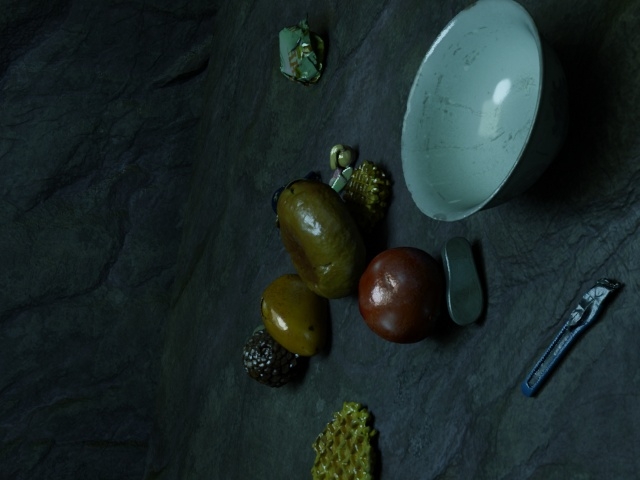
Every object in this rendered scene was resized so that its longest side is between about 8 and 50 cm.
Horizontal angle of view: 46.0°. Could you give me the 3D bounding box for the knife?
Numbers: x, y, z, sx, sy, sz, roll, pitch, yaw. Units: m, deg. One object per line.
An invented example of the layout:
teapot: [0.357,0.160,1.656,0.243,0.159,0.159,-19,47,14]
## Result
knife: [0.444,0.179,1.363,0.044,0.026,0.297,54,129,41]

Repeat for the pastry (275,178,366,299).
pastry: [0.000,0.000,2.062,0.356,0.163,0.356,57,161,32]

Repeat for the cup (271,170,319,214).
cup: [-0.073,-0.143,2.429,0.176,0.131,0.155,-55,17,-16]

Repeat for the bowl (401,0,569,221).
bowl: [0.356,-0.235,1.490,0.435,0.195,0.435,-32,53,56]

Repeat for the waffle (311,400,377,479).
waffle: [0.057,0.581,1.973,0.312,0.060,0.307,-30,54,56]

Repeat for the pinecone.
pinecone: [-0.144,0.368,2.324,0.184,0.179,0.205,42,166,38]

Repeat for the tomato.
tomato: [0.179,0.118,1.702,0.232,0.188,0.232,8,-90,-87]

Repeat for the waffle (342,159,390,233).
waffle: [0.122,-0.120,2.072,0.193,0.070,0.197,-59,30,37]

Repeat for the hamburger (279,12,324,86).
hamburger: [-0.055,-0.644,2.548,0.214,0.125,0.235,34,115,56]

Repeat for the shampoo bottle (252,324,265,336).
shampoo bottle: [-0.181,0.327,2.515,0.162,0.079,0.079,42,119,60]

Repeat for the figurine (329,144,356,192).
figurine: [0.053,-0.210,2.243,0.187,0.083,0.083,112,153,-44]

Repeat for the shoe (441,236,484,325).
shoe: [0.307,0.091,1.641,0.078,0.079,0.195,61,-159,-74]

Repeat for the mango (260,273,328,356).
mango: [-0.078,0.221,2.233,0.290,0.190,0.160,-114,34,-42]
